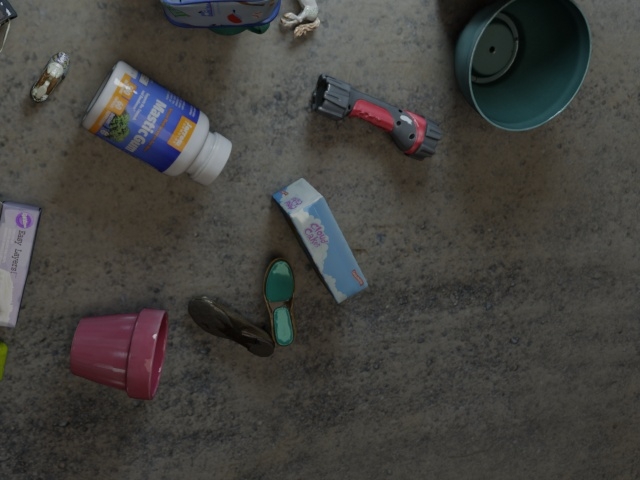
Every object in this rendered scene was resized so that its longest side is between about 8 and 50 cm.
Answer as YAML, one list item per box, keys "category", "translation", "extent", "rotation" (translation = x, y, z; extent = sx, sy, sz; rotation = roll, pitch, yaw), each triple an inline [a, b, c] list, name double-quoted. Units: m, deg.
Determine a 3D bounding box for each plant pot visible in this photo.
- category: "plant pot"
  translation: [0.420, -0.414, 1.409]
  extent: [0.293, 0.196, 0.293]
  rotation: [-7, 118, -14]
- category: "plant pot"
  translation: [-0.449, 0.246, 1.407]
  extent: [0.180, 0.201, 0.201]
  rotation: [7, 110, -5]

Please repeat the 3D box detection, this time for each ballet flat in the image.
- category: "ballet flat"
  translation: [-0.627, -0.355, 1.151]
  extent: [0.074, 0.074, 0.203]
  rotation: [36, 95, -28]
- category: "ballet flat"
  translation: [-0.524, -0.313, 1.219]
  extent: [0.041, 0.041, 0.114]
  rotation: [34, 98, -27]
- category: "ballet flat"
  translation: [-0.214, 0.206, 1.542]
  extent: [0.249, 0.058, 0.084]
  rotation: [33, 120, -22]
- category: "ballet flat"
  translation: [-0.102, 0.146, 1.541]
  extent: [0.080, 0.073, 0.232]
  rotation: [-3, 107, -9]

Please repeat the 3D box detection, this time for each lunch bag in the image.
- category: "lunch bag"
  translation: [-0.191, -0.540, 1.130]
  extent: [0.243, 0.115, 0.304]
  rotation: [-3, 83, 1]

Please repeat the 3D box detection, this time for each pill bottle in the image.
- category: "pill bottle"
  translation: [-0.320, -0.223, 1.264]
  extent: [0.272, 0.152, 0.152]
  rotation: [30, 100, -26]

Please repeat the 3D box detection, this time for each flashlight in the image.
- category: "flashlight"
  translation: [0.127, -0.272, 1.426]
  extent: [0.304, 0.103, 0.103]
  rotation: [15, 109, -25]

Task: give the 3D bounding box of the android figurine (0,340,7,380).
- category: "android figurine"
  translation: [-0.810, 0.245, 1.347]
  extent: [0.248, 0.056, 0.273]
  rotation: [10, 109, -22]

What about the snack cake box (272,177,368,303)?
- category: "snack cake box"
  translation: [0.000, 0.000, 1.467]
  extent: [0.089, 0.152, 0.264]
  rotation: [-31, 118, -4]

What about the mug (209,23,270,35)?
- category: "mug"
  translation: [-0.179, -0.456, 1.223]
  extent: [0.129, 0.097, 0.158]
  rotation: [-18, 83, -4]

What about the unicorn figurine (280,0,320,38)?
- category: "unicorn figurine"
  translation: [-0.036, -0.511, 1.300]
  extent: [0.111, 0.060, 0.162]
  rotation: [-18, 133, -11]

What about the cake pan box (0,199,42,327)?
- category: "cake pan box"
  translation: [-0.713, 0.028, 1.261]
  extent: [0.245, 0.070, 0.267]
  rotation: [13, 95, -25]
